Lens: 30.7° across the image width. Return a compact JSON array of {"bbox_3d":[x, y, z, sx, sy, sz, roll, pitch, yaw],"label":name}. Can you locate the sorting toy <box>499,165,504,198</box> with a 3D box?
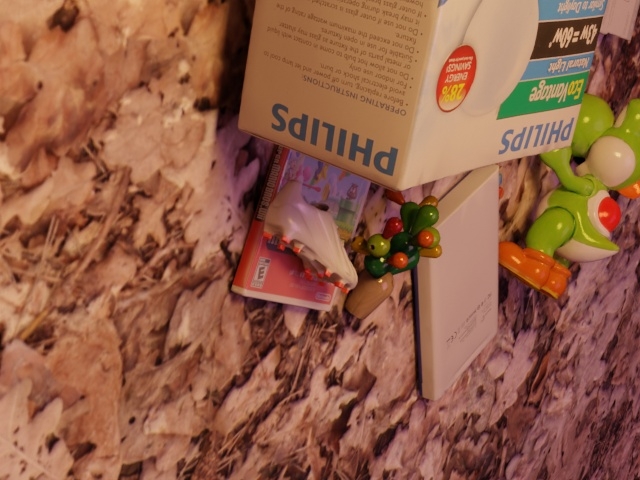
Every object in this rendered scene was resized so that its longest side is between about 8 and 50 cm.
[{"bbox_3d":[0.281,-0.071,1.868,0.062,0.012,0.083,-45,139,-37],"label":"sorting toy"}]

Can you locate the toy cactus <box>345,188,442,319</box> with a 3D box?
[{"bbox_3d":[0.087,0.020,1.540,0.180,0.112,0.219,-55,173,16],"label":"toy cactus"}]

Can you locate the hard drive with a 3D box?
[{"bbox_3d":[0.213,0.065,1.804,0.210,0.040,0.318,-41,137,-41],"label":"hard drive"}]

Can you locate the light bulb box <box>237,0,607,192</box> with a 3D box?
[{"bbox_3d":[0.130,-0.273,1.216,0.358,0.225,0.361,-17,124,-49],"label":"light bulb box"}]

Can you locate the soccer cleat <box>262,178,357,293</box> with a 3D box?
[{"bbox_3d":[0.000,0.000,1.367,0.196,0.068,0.076,45,64,-53],"label":"soccer cleat"}]

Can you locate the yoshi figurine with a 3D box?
[{"bbox_3d":[0.414,-0.098,1.962,0.203,0.203,0.362,32,92,-18],"label":"yoshi figurine"}]

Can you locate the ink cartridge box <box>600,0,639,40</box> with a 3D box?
[{"bbox_3d":[0.482,-0.481,1.929,0.239,0.060,0.275,-4,108,-58],"label":"ink cartridge box"}]

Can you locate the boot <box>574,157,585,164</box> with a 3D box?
[{"bbox_3d":[0.514,-0.175,2.150,0.121,0.045,0.099,30,77,-51],"label":"boot"}]

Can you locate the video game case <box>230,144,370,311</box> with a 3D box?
[{"bbox_3d":[-0.003,-0.060,1.416,0.204,0.025,0.285,16,91,-59],"label":"video game case"}]
